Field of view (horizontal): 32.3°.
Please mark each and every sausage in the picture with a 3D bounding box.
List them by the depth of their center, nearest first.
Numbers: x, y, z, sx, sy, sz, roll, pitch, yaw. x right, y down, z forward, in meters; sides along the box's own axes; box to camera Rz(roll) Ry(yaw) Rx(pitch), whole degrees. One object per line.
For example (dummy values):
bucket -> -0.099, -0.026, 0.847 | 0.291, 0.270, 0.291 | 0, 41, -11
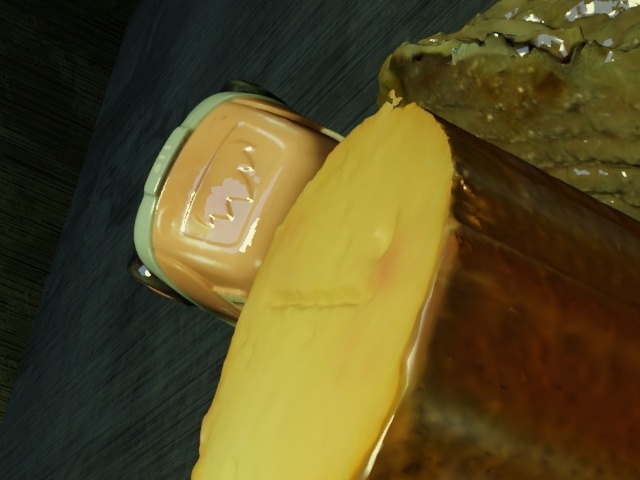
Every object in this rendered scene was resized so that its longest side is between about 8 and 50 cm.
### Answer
sausage -> 0.112, 0.099, 0.516 | 0.233, 0.287, 0.233 | -54, 20, 30

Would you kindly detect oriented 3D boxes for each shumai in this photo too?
shumai -> 0.208, -0.102, 0.741 | 0.283, 0.217, 0.346 | -42, 20, -32

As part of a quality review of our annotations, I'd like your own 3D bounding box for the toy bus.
toy bus -> 0.000, 0.000, 0.917 | 0.232, 0.287, 0.194 | 15, 77, 51
